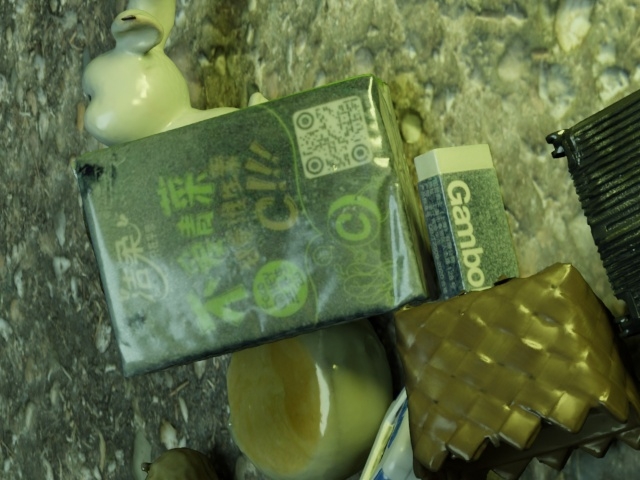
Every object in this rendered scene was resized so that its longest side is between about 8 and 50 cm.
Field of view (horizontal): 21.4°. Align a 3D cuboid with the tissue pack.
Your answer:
[{"bbox_3d":[-0.080,-0.016,2.057,0.394,0.124,0.288,-15,82,12],"label":"tissue pack"}]

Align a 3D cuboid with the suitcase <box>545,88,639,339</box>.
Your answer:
[{"bbox_3d":[0.402,-0.066,1.601,0.335,0.152,0.230,-30,75,47],"label":"suitcase"}]

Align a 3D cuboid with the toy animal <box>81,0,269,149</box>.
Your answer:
[{"bbox_3d":[-0.204,-0.165,2.247,0.310,0.183,0.247,48,119,7],"label":"toy animal"}]

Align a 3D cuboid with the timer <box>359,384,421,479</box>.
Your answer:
[{"bbox_3d":[0.110,0.239,1.965,0.078,0.253,0.178,28,128,-1],"label":"timer"}]

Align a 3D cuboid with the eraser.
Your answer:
[{"bbox_3d":[0.173,-0.001,1.940,0.046,0.092,0.212,-20,80,52],"label":"eraser"}]

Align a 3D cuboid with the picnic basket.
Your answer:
[{"bbox_3d":[0.223,0.206,1.735,0.254,0.291,0.321,-18,72,13],"label":"picnic basket"}]

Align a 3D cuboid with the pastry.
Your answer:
[{"bbox_3d":[-0.014,0.194,2.173,0.265,0.133,0.265,11,105,50],"label":"pastry"}]

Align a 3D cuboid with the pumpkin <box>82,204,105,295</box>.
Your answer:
[{"bbox_3d":[-0.250,-0.002,2.412,0.219,0.162,0.219,169,90,-81],"label":"pumpkin"}]

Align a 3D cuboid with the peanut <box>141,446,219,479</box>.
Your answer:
[{"bbox_3d":[-0.168,0.439,2.407,0.291,0.143,0.159,56,135,24],"label":"peanut"}]
